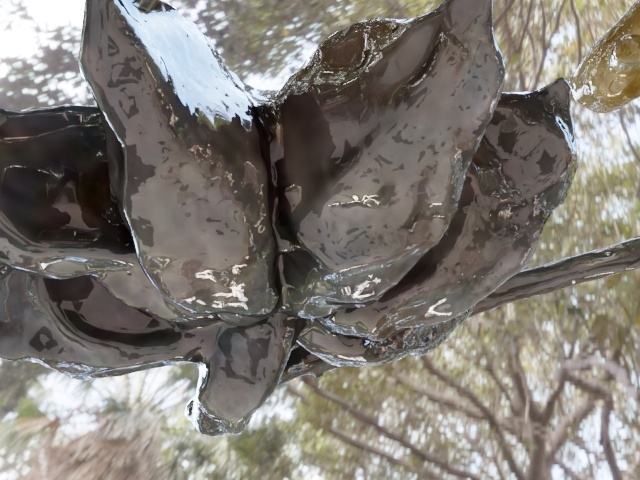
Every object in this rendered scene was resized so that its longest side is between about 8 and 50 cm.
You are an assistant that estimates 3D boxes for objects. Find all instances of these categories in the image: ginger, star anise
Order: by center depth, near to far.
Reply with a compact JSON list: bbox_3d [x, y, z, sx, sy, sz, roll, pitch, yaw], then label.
[{"bbox_3d":[0.000,0.000,0.496,0.359,0.316,0.139,-14,-110,10],"label":"star anise"},{"bbox_3d":[0.311,-0.207,0.904,0.299,0.118,0.065,-45,-103,14],"label":"ginger"}]
